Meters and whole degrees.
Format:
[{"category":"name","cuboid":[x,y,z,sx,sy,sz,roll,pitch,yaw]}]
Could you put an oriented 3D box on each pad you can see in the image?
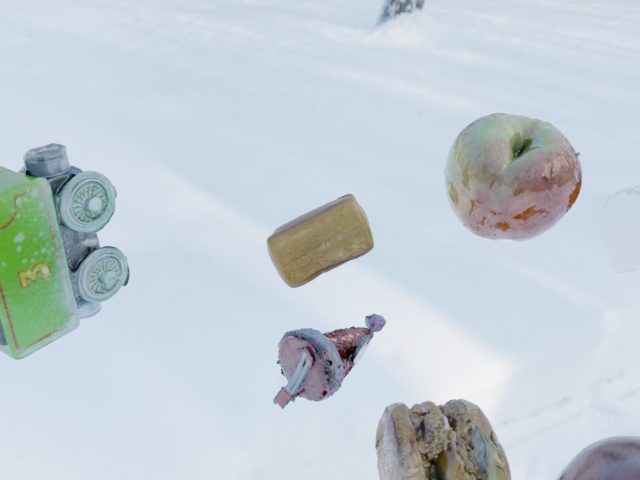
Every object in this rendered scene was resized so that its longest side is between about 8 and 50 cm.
[{"category":"pad","cuboid":[0.577,-0.023,1.212,0.004,0.156,0.232,-19,-3,-18]}]

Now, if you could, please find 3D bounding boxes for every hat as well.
[{"category":"hat","cuboid":[0.031,0.186,1.137,0.129,0.140,0.228,27,35,37]}]

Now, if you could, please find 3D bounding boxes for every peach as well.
[{"category":"peach","cuboid":[0.310,-0.094,1.127,0.233,0.232,0.232,3,27,-1]}]

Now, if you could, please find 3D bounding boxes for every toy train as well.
[{"category":"toy train","cuboid":[-0.448,0.010,1.065,0.174,0.307,0.249,17,32,33]}]

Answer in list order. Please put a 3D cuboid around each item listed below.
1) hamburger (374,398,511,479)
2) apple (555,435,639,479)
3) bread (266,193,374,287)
[{"category":"hamburger","cuboid":[0.209,0.420,1.238,0.212,0.245,0.260,-4,68,-13]},{"category":"apple","cuboid":[0.431,0.410,0.912,0.306,0.235,0.305,-32,34,25]},{"category":"bread","cuboid":[0.000,0.000,1.299,0.201,0.115,0.077,-27,14,4]}]
